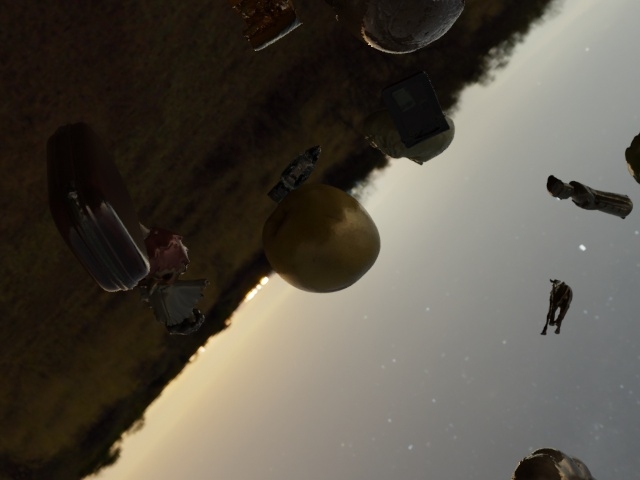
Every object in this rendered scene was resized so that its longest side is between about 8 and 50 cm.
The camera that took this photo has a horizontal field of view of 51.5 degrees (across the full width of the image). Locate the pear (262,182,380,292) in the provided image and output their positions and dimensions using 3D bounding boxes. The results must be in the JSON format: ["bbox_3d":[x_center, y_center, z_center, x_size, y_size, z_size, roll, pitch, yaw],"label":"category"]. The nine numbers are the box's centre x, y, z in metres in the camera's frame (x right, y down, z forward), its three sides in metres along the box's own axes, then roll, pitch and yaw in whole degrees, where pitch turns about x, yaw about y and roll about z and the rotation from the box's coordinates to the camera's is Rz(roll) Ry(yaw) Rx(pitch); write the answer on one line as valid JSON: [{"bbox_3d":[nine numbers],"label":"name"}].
[{"bbox_3d":[0.000,0.000,1.808,0.314,0.314,0.314,-47,-178,2],"label":"pear"}]

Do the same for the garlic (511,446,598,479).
[{"bbox_3d":[0.491,0.548,1.395,0.152,0.228,0.228,-46,-178,41],"label":"garlic"}]

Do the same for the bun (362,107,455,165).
[{"bbox_3d":[0.209,-0.242,1.575,0.222,0.222,0.127,179,-89,-87],"label":"bun"}]

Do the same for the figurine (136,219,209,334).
[{"bbox_3d":[-0.409,0.078,1.707,0.207,0.387,0.166,0,-141,20],"label":"figurine"}]

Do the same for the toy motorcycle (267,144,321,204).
[{"bbox_3d":[-0.057,-0.172,1.653,0.173,0.058,0.100,-54,-171,-35],"label":"toy motorcycle"}]

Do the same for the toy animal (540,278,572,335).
[{"bbox_3d":[0.674,0.166,1.885,0.275,0.054,0.149,-59,162,-51],"label":"toy animal"}]

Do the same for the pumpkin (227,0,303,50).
[{"bbox_3d":[-0.143,-0.555,1.541,0.139,0.190,0.280,-30,-162,6],"label":"pumpkin"}]

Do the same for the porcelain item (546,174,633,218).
[{"bbox_3d":[0.605,-0.100,1.510,0.084,0.213,0.054,-120,-135,-61],"label":"porcelain item"}]

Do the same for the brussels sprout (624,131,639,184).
[{"bbox_3d":[0.735,-0.169,1.408,0.122,0.151,0.149,-93,-153,-55],"label":"brussels sprout"}]

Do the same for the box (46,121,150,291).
[{"bbox_3d":[-0.448,-0.073,1.324,0.108,0.263,0.404,-26,-142,-6],"label":"box"}]

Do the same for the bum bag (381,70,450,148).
[{"bbox_3d":[0.204,-0.281,1.432,0.109,0.159,0.026,-23,-146,13],"label":"bum bag"}]

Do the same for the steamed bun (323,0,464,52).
[{"bbox_3d":[0.131,-0.500,1.383,0.301,0.251,0.199,-12,153,-42],"label":"steamed bun"}]
